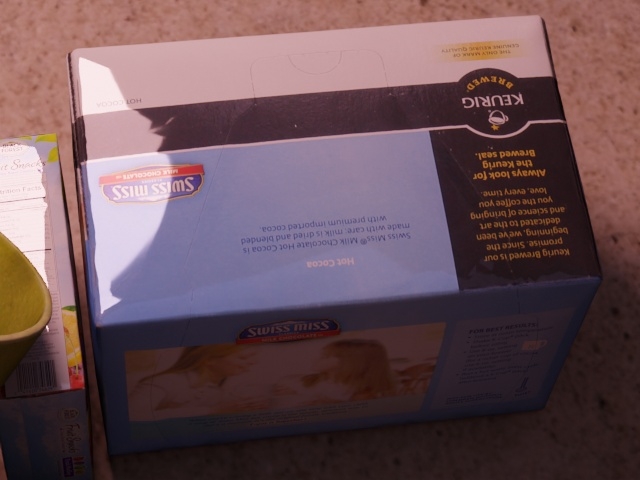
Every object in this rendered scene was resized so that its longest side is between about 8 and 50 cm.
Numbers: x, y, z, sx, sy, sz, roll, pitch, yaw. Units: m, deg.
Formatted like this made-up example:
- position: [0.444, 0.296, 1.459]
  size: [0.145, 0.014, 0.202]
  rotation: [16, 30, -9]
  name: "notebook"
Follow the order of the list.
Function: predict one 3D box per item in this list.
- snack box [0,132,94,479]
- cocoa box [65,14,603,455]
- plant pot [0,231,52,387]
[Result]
- position: [-0.208, 0.055, 1.230]
  size: [0.070, 0.174, 0.207]
  rotation: [-7, 62, -10]
  name: "snack box"
- position: [0.000, 0.000, 1.244]
  size: [0.347, 0.231, 0.228]
  rotation: [-5, 62, -7]
  name: "cocoa box"
- position: [-0.357, 0.106, 1.055]
  size: [0.275, 0.275, 0.293]
  rotation: [34, 103, 14]
  name: "plant pot"
